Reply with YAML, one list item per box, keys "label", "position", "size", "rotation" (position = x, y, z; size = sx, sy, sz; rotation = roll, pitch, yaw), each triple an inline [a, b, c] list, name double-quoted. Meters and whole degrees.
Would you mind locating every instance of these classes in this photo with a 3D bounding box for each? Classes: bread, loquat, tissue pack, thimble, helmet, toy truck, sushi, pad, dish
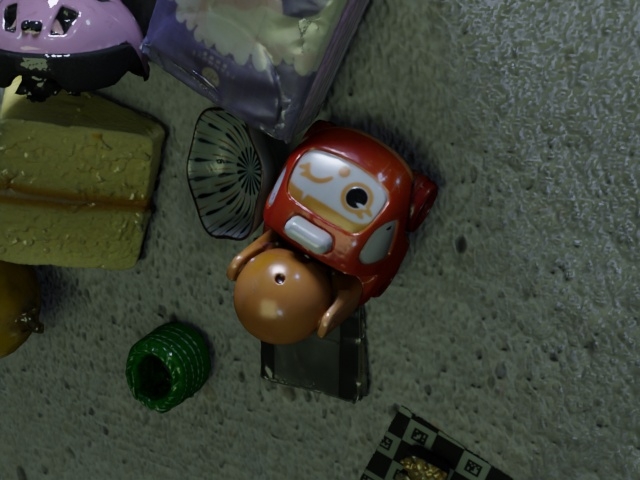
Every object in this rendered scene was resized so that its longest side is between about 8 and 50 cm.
- label: "bread"
  position: [-0.353, -0.101, 1.825]
  size: [0.236, 0.198, 0.263]
  rotation: [9, 127, -12]
- label: "loquat"
  position: [-0.525, 0.095, 1.949]
  size: [0.246, 0.213, 0.213]
  rotation: [18, 122, 22]
- label: "tissue pack"
  position: [-0.059, -0.323, 1.503]
  size: [0.242, 0.125, 0.344]
  rotation: [34, 125, 12]
- label: "thimble"
  position: [-0.232, 0.192, 1.895]
  size: [0.118, 0.090, 0.130]
  rotation: [16, 120, 26]
- label: "helmet"
  position: [-0.325, -0.269, 1.605]
  size: [0.198, 0.253, 0.154]
  rotation: [5, 117, 11]
- label: "toy truck"
  position: [0.000, 0.000, 1.564]
  size: [0.189, 0.239, 0.265]
  rotation: [31, 124, 14]
- label: "sushi"
  position: [0.145, 0.371, 1.791]
  size: [0.192, 0.050, 0.215]
  rotation: [33, 127, 12]
- label: "pad"
  position: [-0.015, 0.113, 1.772]
  size: [0.174, 0.022, 0.233]
  rotation: [9, 117, 27]
- label: "dish"
  position: [-0.104, -0.090, 1.667]
  size: [0.190, 0.066, 0.191]
  rotation: [11, 104, 52]
